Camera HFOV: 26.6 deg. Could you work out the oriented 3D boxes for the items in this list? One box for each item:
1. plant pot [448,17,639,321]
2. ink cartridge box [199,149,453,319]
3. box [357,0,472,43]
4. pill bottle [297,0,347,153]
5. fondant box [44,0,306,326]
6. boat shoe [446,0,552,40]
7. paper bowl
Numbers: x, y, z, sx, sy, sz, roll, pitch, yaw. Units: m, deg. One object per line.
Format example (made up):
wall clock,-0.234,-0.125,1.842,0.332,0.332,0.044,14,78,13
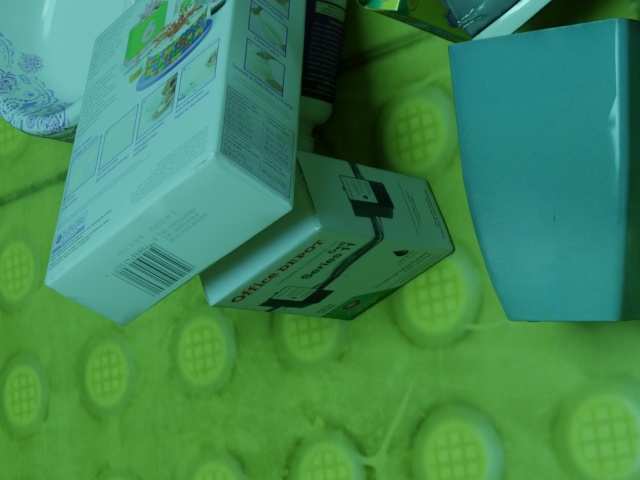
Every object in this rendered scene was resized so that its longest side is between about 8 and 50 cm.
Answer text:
plant pot,0.222,-0.050,1.134,0.165,0.165,0.234,-2,90,40
ink cartridge box,0.000,0.000,1.275,0.153,0.208,0.087,-36,62,32
box,0.103,-0.247,1.241,0.043,0.179,0.105,14,93,41
pill bottle,-0.035,-0.178,1.397,0.108,0.108,0.194,6,88,41
fondant box,-0.127,-0.117,1.250,0.238,0.096,0.330,-33,39,35
boat shoe,0.230,-0.296,1.151,0.319,0.116,0.099,-41,90,20
paper bowl,-0.256,-0.250,1.568,0.284,0.148,0.284,-7,80,40
